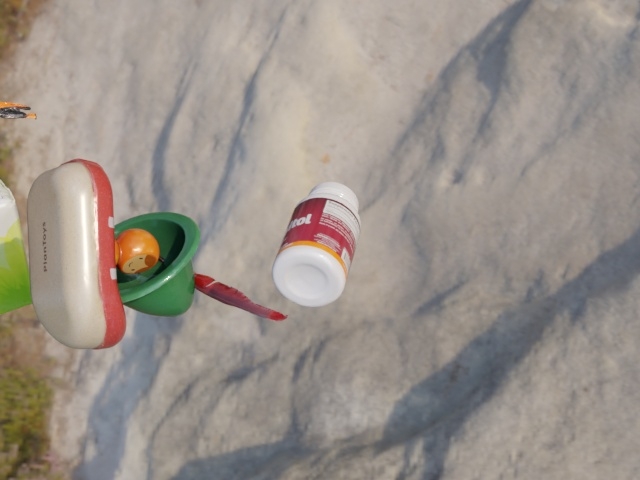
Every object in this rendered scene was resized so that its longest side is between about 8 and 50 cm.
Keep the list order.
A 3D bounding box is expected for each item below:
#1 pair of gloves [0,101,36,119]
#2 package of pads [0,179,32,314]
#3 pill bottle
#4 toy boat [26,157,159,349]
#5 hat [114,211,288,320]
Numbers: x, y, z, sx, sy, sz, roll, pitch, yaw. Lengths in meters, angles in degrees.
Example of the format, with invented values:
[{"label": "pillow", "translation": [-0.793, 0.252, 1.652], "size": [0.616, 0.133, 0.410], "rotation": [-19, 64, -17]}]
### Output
[{"label": "pair of gloves", "translation": [-0.512, -0.214, 1.798], "size": [0.083, 0.074, 0.010], "rotation": [43, 126, 56]}, {"label": "package of pads", "translation": [-0.625, 0.041, 1.754], "size": [0.101, 0.297, 0.229], "rotation": [43, 144, 41]}, {"label": "pill bottle", "translation": [0.000, 0.000, 1.271], "size": [0.086, 0.086, 0.152], "rotation": [-33, 23, 33]}, {"label": "toy boat", "translation": [-0.268, 0.018, 1.339], "size": [0.151, 0.151, 0.231], "rotation": [-8, 84, 53]}, {"label": "hat", "translation": [-0.199, 0.083, 1.445], "size": [0.209, 0.183, 0.173], "rotation": [8, 47, 36]}]
